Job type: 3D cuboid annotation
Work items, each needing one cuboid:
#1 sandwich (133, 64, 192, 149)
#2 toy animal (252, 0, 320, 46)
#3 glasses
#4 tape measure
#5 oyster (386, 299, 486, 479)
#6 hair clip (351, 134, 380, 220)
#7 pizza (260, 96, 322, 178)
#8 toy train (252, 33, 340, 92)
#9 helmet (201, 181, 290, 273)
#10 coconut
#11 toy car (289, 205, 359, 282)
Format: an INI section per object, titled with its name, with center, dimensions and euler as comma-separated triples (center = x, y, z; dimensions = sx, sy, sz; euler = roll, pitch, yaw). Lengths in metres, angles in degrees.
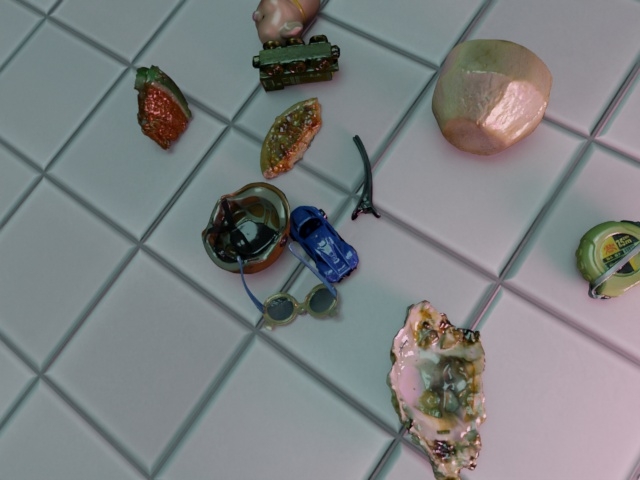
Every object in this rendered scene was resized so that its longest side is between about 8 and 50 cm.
[sandwich]
center = -0.433, -0.351, 1.452
dimensions = 0.109, 0.185, 0.160
euler = 23, 75, 26
[toy animal]
center = -0.088, -0.613, 1.479
dimensions = 0.149, 0.165, 0.248
euler = 20, 70, -1
[glasses]
center = -0.075, 0.084, 1.226
dimensions = 0.189, 0.221, 0.088
euler = -13, 35, 15
[tape measure]
center = 0.610, 0.035, 1.138
dimensions = 0.177, 0.087, 0.154
euler = -32, 80, 2
[oyster]
center = 0.231, 0.306, 1.138
dimensions = 0.201, 0.107, 0.355
euler = 10, 61, -5
[hair clip]
center = 0.106, -0.157, 1.348
dimensions = 0.070, 0.039, 0.230
euler = -5, 66, 10
[pizza]
center = -0.080, -0.268, 1.410
dimensions = 0.127, 0.058, 0.246
euler = 42, 87, 21
[toy train]
center = -0.058, -0.454, 1.427
dimensions = 0.225, 0.137, 0.090
euler = -4, 78, 7
[helmet]
center = -0.162, -0.015, 1.306
dimensions = 0.198, 0.130, 0.224
euler = 30, 73, 18
[coconut]
center = 0.377, -0.332, 1.238
dimensions = 0.259, 0.259, 0.259
euler = -4, 71, 11
[toy car]
center = 0.000, 0.000, 1.299
dimensions = 0.103, 0.063, 0.216
euler = -39, 68, -1
